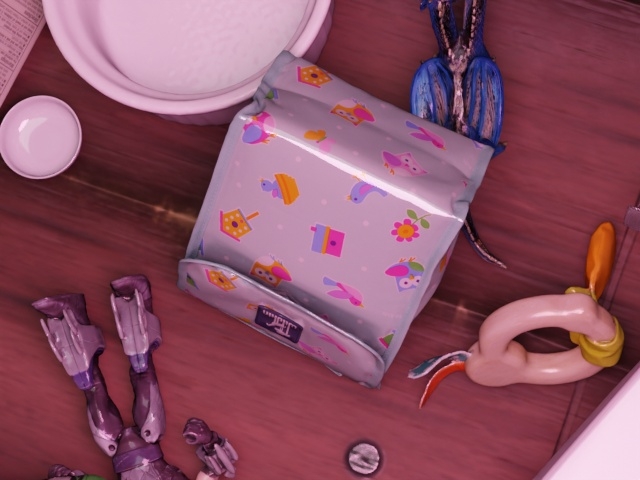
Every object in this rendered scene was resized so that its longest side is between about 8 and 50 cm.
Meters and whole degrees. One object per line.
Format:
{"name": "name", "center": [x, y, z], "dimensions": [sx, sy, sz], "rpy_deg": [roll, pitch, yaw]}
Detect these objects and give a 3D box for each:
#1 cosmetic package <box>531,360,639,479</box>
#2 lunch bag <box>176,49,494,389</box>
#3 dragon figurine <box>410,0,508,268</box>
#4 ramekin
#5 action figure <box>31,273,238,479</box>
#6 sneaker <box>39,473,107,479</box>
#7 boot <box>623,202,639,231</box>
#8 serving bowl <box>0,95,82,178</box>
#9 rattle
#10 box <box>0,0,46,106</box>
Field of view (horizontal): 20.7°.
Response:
{"name": "cosmetic package", "center": [0.274, 0.220, 1.503], "dimensions": [0.156, 0.217, 0.385], "rpy_deg": [43, 91, 10]}
{"name": "lunch bag", "center": [0.000, 0.000, 1.569], "dimensions": [0.223, 0.160, 0.262], "rpy_deg": [27, 126, 1]}
{"name": "dragon figurine", "center": [0.127, -0.123, 1.609], "dimensions": [0.085, 0.144, 0.289], "rpy_deg": [-1, 81, 8]}
{"name": "ramekin", "center": [-0.115, -0.241, 1.665], "dimensions": [0.277, 0.135, 0.277], "rpy_deg": [-1, 81, 7]}
{"name": "action figure", "center": [-0.178, 0.181, 1.630], "dimensions": [0.185, 0.099, 0.285], "rpy_deg": [-17, 83, 0]}
{"name": "sneaker", "center": [-0.190, 0.370, 1.553], "dimensions": [0.146, 0.134, 0.343], "rpy_deg": [-21, 97, 7]}
{"name": "boot", "center": [0.427, -0.014, 1.560], "dimensions": [0.229, 0.263, 0.091], "rpy_deg": [30, 119, 39]}
{"name": "serving bowl", "center": [-0.272, -0.099, 1.718], "dimensions": [0.083, 0.027, 0.083], "rpy_deg": [-1, 82, 8]}
{"name": "rattle", "center": [0.174, 0.066, 1.615], "dimensions": [0.200, 0.130, 0.142], "rpy_deg": [-20, 66, 31]}
{"name": "box", "center": [-0.329, -0.274, 1.682], "dimensions": [0.121, 0.148, 0.311], "rpy_deg": [25, 84, 30]}
